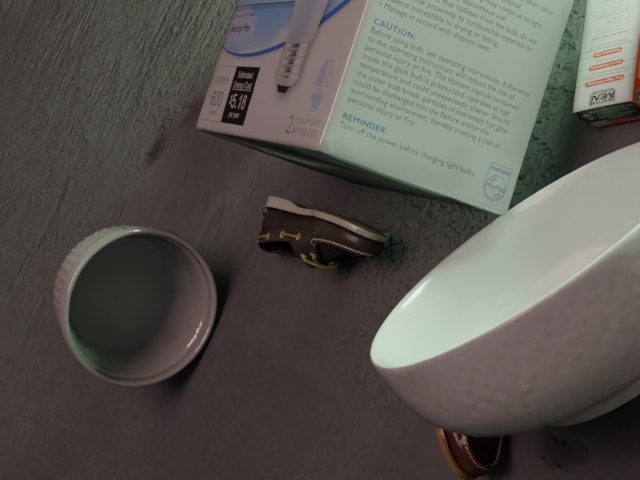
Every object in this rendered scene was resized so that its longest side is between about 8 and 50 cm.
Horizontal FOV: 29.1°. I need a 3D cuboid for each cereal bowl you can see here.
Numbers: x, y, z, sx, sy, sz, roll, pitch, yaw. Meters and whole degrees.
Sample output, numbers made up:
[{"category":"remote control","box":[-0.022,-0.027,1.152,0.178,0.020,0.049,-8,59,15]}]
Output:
[{"category":"cereal bowl","box":[0.217,0.059,1.072,0.339,0.141,0.339,-34,9,6]}]

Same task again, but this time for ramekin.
[{"category":"ramekin","box":[-0.248,0.076,1.597,0.109,0.207,0.207,23,88,59]}]

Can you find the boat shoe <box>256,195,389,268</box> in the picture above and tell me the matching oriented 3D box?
[{"category":"boat shoe","box":[0.000,0.000,1.461,0.228,0.081,0.068,17,86,57]}]

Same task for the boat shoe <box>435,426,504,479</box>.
[{"category":"boat shoe","box":[0.155,0.131,1.221,0.073,0.073,0.207,-28,51,38]}]

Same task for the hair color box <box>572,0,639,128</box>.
[{"category":"hair color box","box":[0.304,-0.190,1.252,0.072,0.043,0.141,-8,64,45]}]

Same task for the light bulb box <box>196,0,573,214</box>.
[{"category":"light bulb box","box":[0.074,-0.245,1.315,0.358,0.225,0.361,17,89,63]}]
